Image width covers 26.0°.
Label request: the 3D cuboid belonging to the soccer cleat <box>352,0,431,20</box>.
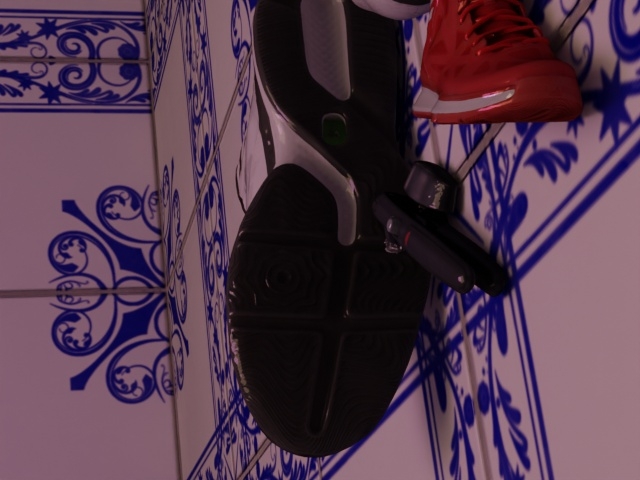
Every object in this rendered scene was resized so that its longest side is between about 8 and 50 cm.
[{"bbox_3d":[0.047,-0.335,1.075,0.143,0.116,0.331,-174,83,-75],"label":"soccer cleat"}]

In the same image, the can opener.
[{"bbox_3d":[0.086,-0.002,1.062,0.186,0.059,0.073,-119,32,-62],"label":"can opener"}]

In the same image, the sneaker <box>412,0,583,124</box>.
[{"bbox_3d":[0.108,-0.142,0.919,0.221,0.087,0.128,-161,69,-73],"label":"sneaker"}]

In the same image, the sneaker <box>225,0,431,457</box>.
[{"bbox_3d":[0.001,0.000,1.272,0.257,0.169,0.448,101,171,-67],"label":"sneaker"}]
